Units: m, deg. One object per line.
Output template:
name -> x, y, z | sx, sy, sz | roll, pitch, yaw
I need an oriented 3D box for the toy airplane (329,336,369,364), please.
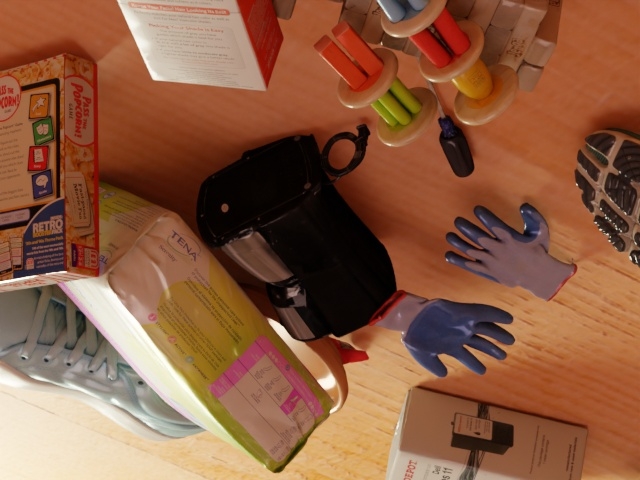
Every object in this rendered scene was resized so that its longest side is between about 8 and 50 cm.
toy airplane -> -0.007, 0.095, 1.611 | 0.151, 0.028, 0.151 | 9, 146, 7

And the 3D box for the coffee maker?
coffee maker -> 0.000, 0.000, 1.384 | 0.171, 0.120, 0.178 | -8, 141, 30

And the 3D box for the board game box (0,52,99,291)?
board game box -> -0.265, -0.056, 1.339 | 0.146, 0.194, 0.045 | -8, 168, 32

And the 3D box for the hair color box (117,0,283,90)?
hair color box -> -0.090, -0.175, 1.044 | 0.093, 0.053, 0.167 | 7, 153, 15

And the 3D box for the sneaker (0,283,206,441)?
sneaker -> -0.229, 0.109, 1.637 | 0.150, 0.135, 0.366 | -19, 145, 39

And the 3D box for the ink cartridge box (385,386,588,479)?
ink cartridge box -> 0.184, 0.258, 1.725 | 0.208, 0.087, 0.153 | 13, 146, 4

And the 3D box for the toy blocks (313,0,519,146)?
toy blocks -> 0.051, -0.136, 1.055 | 0.123, 0.054, 0.148 | -13, 139, 35

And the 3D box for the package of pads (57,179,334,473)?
package of pads -> -0.139, 0.079, 1.455 | 0.229, 0.101, 0.296 | 20, 153, 55

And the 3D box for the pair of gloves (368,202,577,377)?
pair of gloves -> 0.149, 0.049, 1.405 | 0.159, 0.023, 0.198 | 26, 116, -36

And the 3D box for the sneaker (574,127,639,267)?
sneaker -> 0.339, -0.017, 1.242 | 0.275, 0.110, 0.107 | 27, 131, 13

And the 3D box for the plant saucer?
plant saucer -> -0.052, 0.109, 1.599 | 0.200, 0.037, 0.200 | 28, 152, 16

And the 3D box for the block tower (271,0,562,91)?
block tower -> 0.012, -0.213, 1.090 | 0.335, 0.097, 0.091 | 15, 147, -4

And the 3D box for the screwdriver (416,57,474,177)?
screwdriver -> 0.098, -0.111, 1.267 | 0.024, 0.025, 0.170 | -2, 144, 24
